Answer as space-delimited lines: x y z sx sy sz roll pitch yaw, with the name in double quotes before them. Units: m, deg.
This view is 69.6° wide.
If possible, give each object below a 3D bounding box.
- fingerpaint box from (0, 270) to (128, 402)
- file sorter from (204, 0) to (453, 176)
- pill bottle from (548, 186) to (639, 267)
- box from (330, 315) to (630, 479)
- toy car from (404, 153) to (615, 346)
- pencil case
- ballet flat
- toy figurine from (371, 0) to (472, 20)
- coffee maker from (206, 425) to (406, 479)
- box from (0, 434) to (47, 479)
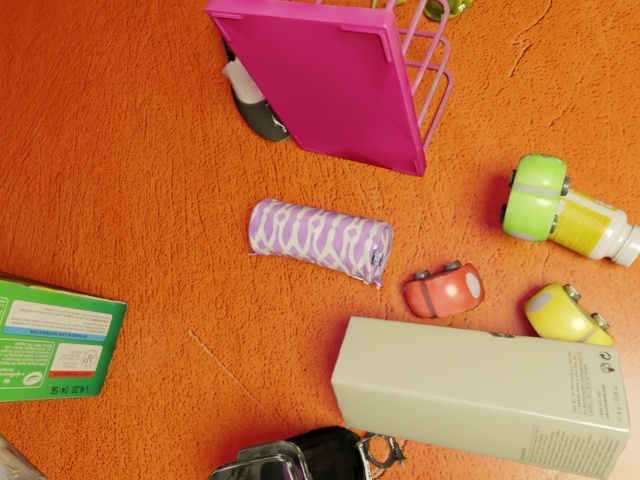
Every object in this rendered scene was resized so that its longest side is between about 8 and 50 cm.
"fingerpaint box" -0.569 0.096 0.606 0.370 0.445 0.163 9 78 21
"file sorter" 0.046 -0.242 0.575 0.202 0.291 0.183 18 78 23
"pill bottle" 0.308 -0.017 0.534 0.116 0.065 0.065 32 87 25
"box" 0.158 0.162 0.495 0.274 0.113 0.094 5 44 20
"toy car" 0.219 0.016 0.516 0.238 0.053 0.225 15 106 22
"pencil case" 0.000 0.000 0.633 0.205 0.086 0.088 15 107 24
"ballet flat" -0.121 -0.289 0.752 0.095 0.096 0.281 -26 67 10
"toy figurine" 0.164 -0.538 0.659 0.191 0.217 0.363 13 78 23
"coffee maker" -0.014 0.258 0.504 0.171 0.178 0.120 -41 66 4
"box" -0.564 0.402 0.725 0.230 0.056 0.183 24 84 24
